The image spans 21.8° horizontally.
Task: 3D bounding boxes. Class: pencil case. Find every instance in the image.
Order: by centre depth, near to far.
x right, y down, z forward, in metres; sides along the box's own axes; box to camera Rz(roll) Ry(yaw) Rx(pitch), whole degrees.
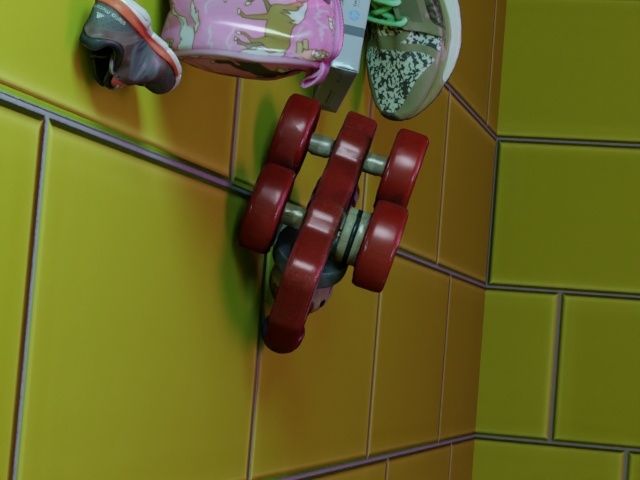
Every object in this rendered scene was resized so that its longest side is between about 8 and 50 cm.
[{"bbox_3d":[-0.050,-0.334,1.516,0.160,0.167,0.386,5,91,-44],"label":"pencil case"}]

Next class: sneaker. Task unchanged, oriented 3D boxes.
[{"bbox_3d":[-0.167,-0.153,1.385,0.065,0.061,0.158,-55,158,-10],"label":"sneaker"},{"bbox_3d":[0.088,-0.367,2.265,0.182,0.158,0.410,-6,103,-45],"label":"sneaker"}]

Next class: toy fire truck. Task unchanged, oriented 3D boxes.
[{"bbox_3d":[0.000,0.000,1.894,0.302,0.169,0.254,-71,178,-45],"label":"toy fire truck"}]

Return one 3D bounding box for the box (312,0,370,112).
[{"bbox_3d":[0.032,-0.269,2.043,0.145,0.038,0.186,125,-23,-72],"label":"box"}]
